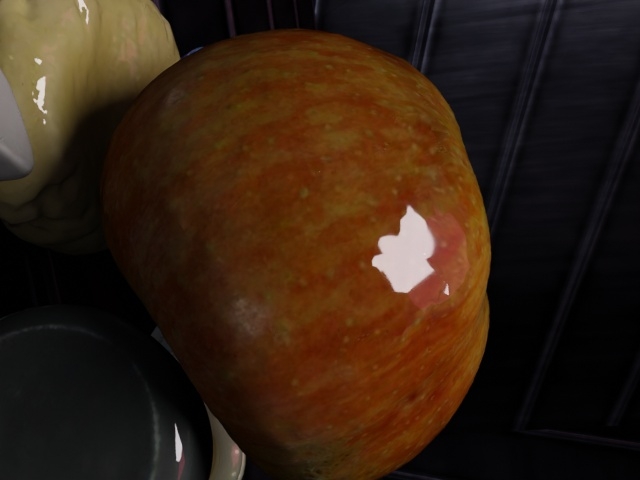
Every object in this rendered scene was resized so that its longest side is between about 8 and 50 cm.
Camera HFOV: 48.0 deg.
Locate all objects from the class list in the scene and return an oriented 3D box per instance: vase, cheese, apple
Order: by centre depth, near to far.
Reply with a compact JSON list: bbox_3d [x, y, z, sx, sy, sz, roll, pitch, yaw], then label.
[{"bbox_3d":[0.000,0.000,0.501,0.309,0.250,0.277,59,-12,1],"label":"apple"},{"bbox_3d":[-0.143,0.163,0.553,0.321,0.174,0.173,70,17,-72],"label":"vase"},{"bbox_3d":[-0.191,-0.104,0.554,0.214,0.117,0.225,30,59,-72],"label":"cheese"}]

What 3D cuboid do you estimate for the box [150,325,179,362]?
[{"bbox_3d":[-0.131,0.121,0.884,0.269,0.079,0.134,-73,156,-67],"label":"box"}]

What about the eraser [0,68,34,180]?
[{"bbox_3d":[-0.244,-0.121,0.298,0.352,0.089,0.061,61,27,-66],"label":"eraser"}]

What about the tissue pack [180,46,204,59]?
[{"bbox_3d":[-0.108,-0.065,0.798,0.209,0.137,0.269,41,35,-33],"label":"tissue pack"}]
